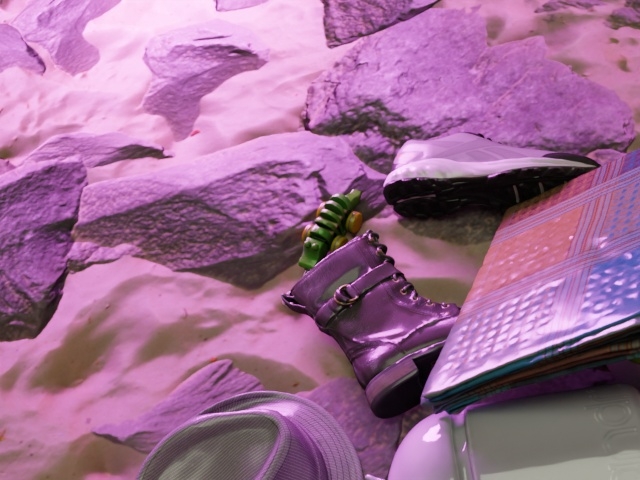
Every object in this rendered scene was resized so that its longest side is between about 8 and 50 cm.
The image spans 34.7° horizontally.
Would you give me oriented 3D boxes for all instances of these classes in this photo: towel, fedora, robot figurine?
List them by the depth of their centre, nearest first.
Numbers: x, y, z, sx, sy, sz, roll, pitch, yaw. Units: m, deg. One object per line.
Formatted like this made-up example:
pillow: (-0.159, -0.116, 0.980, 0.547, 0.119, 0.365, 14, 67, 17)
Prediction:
robot figurine: (0.218, 0.254, 1.011, 0.354, 0.199, 0.300, -11, 22, 8)
towel: (0.266, 0.023, 1.057, 0.271, 0.040, 0.370, -25, 19, 36)
fedora: (-0.099, 0.268, 1.135, 0.276, 0.124, 0.243, -28, 56, -3)

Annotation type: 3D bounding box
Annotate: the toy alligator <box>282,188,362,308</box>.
toy alligator: (0.000, 0.000, 1.319, 0.056, 0.051, 0.189, 21, 67, 26)

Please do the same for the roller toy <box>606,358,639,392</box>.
roller toy: (0.391, 0.078, 1.075, 0.209, 0.146, 0.191, 35, 72, -14)

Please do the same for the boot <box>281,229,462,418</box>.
boot: (0.105, 0.067, 1.229, 0.263, 0.091, 0.229, -28, 52, -7)

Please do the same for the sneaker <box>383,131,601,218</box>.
sneaker: (0.217, -0.093, 1.293, 0.272, 0.100, 0.108, 2, 53, 16)
